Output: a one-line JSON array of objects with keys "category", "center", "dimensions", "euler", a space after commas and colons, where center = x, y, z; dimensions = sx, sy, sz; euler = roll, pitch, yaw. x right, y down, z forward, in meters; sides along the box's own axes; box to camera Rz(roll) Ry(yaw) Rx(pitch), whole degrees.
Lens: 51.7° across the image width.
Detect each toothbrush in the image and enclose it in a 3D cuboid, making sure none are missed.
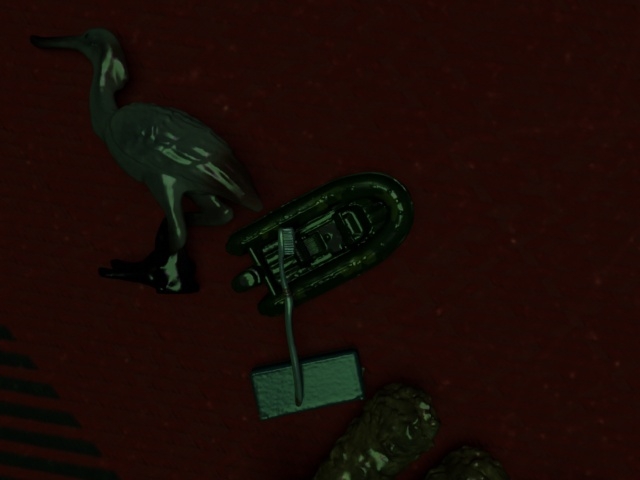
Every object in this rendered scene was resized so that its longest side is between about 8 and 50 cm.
[{"category": "toothbrush", "center": [-0.029, 0.081, 0.679], "dimensions": [0.019, 0.013, 0.193], "euler": [-4, 101, -4]}]

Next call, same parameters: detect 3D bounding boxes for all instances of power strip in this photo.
[{"category": "power strip", "center": [-0.011, 0.154, 0.717], "dimensions": [0.123, 0.032, 0.056], "euler": [-12, 94, 5]}]

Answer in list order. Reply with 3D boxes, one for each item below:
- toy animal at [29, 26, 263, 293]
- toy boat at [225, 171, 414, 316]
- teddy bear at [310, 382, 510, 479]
[{"category": "toy animal", "center": [-0.179, -0.100, 0.683], "dimensions": [0.195, 0.090, 0.324], "euler": [-19, 91, 15]}, {"category": "toy boat", "center": [0.000, 0.000, 0.694], "dimensions": [0.210, 0.052, 0.104], "euler": [-27, 89, 10]}, {"category": "teddy bear", "center": [0.040, 0.307, 0.625], "dimensions": [0.246, 0.222, 0.296], "euler": [43, 99, -6]}]
